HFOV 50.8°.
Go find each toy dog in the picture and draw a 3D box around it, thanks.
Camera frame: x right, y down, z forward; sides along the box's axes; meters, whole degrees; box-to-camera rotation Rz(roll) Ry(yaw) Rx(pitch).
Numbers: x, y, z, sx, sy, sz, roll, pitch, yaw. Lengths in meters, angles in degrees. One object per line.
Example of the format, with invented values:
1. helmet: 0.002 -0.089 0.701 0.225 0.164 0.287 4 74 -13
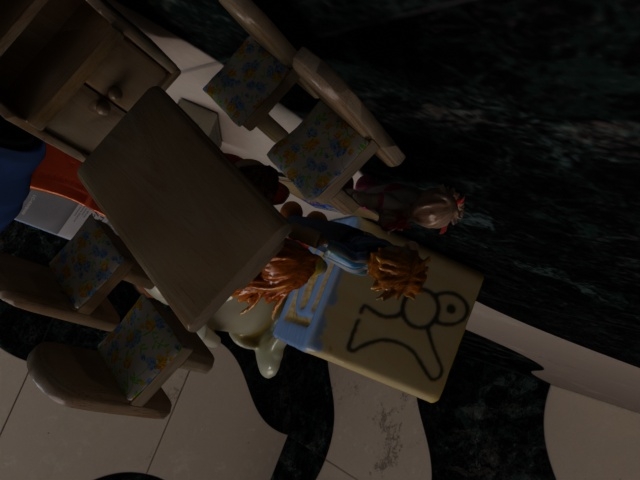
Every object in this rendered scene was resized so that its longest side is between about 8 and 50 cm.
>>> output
1. toy dog: -0.246 0.082 1.630 0.408 0.284 0.395 24 -152 -27

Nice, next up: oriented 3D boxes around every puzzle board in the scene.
1. puzzle board: 0.006 -0.052 0.793 0.128 0.011 0.096 14 170 46

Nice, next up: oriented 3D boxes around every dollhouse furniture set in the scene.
1. dollhouse furniture set: -0.120 -0.062 0.379 0.242 0.212 0.161 46 -174 31

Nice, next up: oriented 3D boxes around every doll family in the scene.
1. doll family: 0.000 0.000 0.537 0.263 0.118 0.163 4 -170 -31

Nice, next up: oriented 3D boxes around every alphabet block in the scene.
1. alphabet block: 0.074 0.092 0.939 0.197 0.192 0.193 25 173 -14

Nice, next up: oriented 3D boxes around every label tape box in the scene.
1. label tape box: -0.454 -0.087 1.238 0.249 0.115 0.348 36 -177 32

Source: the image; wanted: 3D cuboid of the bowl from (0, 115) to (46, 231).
1. bowl: -0.376 -0.153 0.479 0.391 0.077 0.391 40 -177 -2

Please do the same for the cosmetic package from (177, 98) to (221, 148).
1. cosmetic package: -0.133 -0.097 0.694 0.041 0.060 0.115 23 171 -3

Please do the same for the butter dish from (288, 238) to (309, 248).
1. butter dish: -0.005 0.054 1.144 0.160 0.118 0.160 15 169 37

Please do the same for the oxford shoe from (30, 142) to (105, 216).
1. oxford shoe: -0.318 -0.113 0.789 0.364 0.130 0.133 32 175 -14
